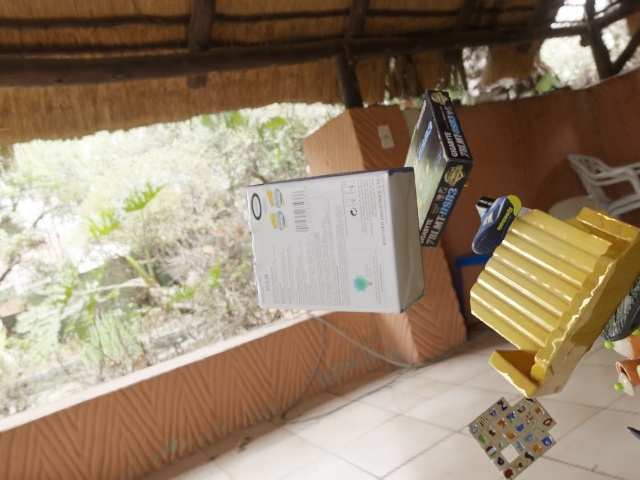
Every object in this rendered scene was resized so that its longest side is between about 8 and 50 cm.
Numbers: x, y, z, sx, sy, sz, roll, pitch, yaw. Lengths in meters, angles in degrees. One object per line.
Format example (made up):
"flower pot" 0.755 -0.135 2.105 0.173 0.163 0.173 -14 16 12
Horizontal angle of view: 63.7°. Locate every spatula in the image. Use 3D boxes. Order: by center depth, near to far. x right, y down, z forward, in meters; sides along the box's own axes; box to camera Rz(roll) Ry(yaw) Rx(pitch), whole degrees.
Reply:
"spatula" 0.848 0.522 1.173 0.084 0.030 0.296 27 7 -48

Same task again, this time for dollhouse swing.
"dollhouse swing" 0.436 0.083 1.070 0.305 0.347 0.315 37 14 38

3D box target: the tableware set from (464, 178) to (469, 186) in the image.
"tableware set" 0.371 -0.179 1.425 0.024 0.104 0.154 11 26 -14

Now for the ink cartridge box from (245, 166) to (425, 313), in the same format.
"ink cartridge box" 0.000 0.000 1.078 0.395 0.270 0.151 -3 6 30

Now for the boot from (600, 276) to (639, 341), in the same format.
"boot" 0.749 0.138 1.112 0.207 0.247 0.094 6 39 0

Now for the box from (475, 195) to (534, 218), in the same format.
"box" 0.599 -0.056 1.618 0.190 0.045 0.184 22 -12 38

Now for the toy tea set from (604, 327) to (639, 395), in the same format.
"toy tea set" 0.763 0.281 1.291 0.124 0.336 0.200 -22 23 7

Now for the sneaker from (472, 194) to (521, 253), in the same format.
"sneaker" 0.374 -0.034 1.114 0.144 0.053 0.059 -54 16 0

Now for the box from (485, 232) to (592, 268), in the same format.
"box" 0.653 0.048 1.455 0.321 0.059 0.232 -18 -4 1

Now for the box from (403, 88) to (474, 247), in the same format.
"box" 0.287 -0.184 1.333 0.073 0.294 0.296 3 -43 -7

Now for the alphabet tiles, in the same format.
"alphabet tiles" 0.605 0.592 1.603 0.237 0.198 0.009 -35 -19 -9
